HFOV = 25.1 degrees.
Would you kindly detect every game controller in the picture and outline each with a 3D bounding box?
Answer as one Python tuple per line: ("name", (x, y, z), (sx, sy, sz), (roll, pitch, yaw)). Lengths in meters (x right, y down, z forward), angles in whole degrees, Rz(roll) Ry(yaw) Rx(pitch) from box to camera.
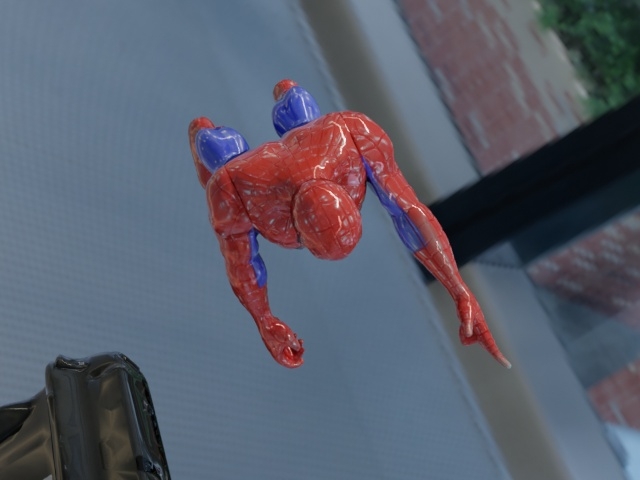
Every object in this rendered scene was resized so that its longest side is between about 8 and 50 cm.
("game controller", (-0.166, 0.174, 0.860), (0.067, 0.166, 0.319), (49, 4, -24))

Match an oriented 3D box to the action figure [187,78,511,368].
("action figure", (0.000, 0.000, 0.673), (0.139, 0.091, 0.280), (64, -2, -10))
